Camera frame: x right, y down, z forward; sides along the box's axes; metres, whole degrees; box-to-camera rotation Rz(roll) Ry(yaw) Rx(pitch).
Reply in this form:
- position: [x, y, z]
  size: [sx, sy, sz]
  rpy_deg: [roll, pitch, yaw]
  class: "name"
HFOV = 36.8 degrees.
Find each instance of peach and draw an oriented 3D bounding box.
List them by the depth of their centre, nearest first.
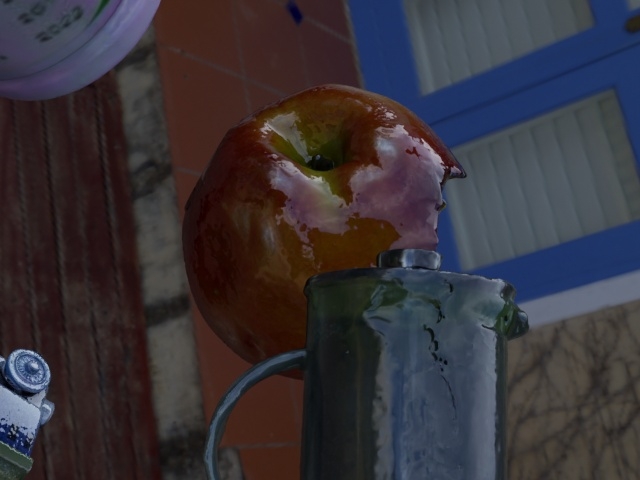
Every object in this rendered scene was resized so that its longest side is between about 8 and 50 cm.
- position: [-0.012, -0.014, 1.201]
  size: [0.310, 0.406, 0.335]
  rpy_deg: [23, 56, -2]
  class: "peach"

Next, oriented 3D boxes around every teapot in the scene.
- position: [0.040, 0.173, 0.798]
  size: [0.200, 0.270, 0.337]
  rpy_deg: [104, -10, -76]
  class: "teapot"

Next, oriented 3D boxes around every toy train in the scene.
- position: [-0.492, 0.196, 1.265]
  size: [0.299, 0.131, 0.202]
  rpy_deg: [38, 30, -24]
  class: "toy train"

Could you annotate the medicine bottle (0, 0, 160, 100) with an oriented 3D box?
- position: [-0.259, -0.241, 0.619]
  size: [0.325, 0.212, 0.212]
  rpy_deg: [37, 40, -67]
  class: "medicine bottle"
